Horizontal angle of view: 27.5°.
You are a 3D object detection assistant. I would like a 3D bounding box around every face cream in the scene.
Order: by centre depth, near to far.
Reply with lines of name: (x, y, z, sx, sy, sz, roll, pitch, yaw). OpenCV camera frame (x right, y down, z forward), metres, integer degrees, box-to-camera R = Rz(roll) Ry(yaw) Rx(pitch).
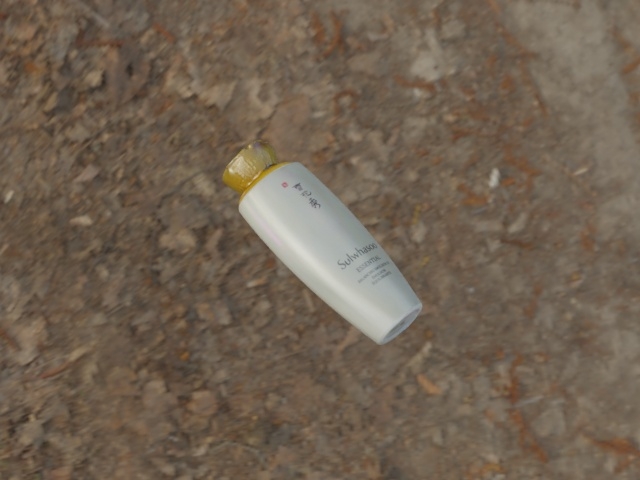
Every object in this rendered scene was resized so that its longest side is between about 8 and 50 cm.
face cream: (0.000, 0.000, 0.991, 0.072, 0.051, 0.182, -30, 69, -37)
